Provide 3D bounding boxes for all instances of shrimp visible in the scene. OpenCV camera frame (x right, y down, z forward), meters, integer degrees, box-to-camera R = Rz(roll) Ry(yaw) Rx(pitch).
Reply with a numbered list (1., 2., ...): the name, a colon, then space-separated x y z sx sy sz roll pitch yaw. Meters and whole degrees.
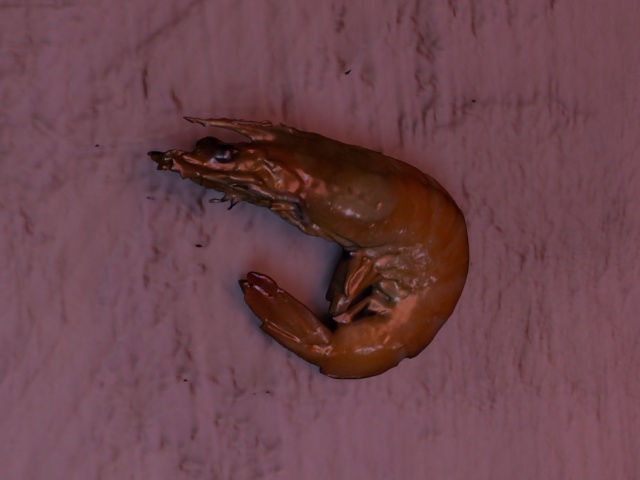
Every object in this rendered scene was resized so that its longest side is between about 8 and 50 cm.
1. shrimp: 0.000 0.000 0.616 0.248 0.068 0.150 30 80 -31
